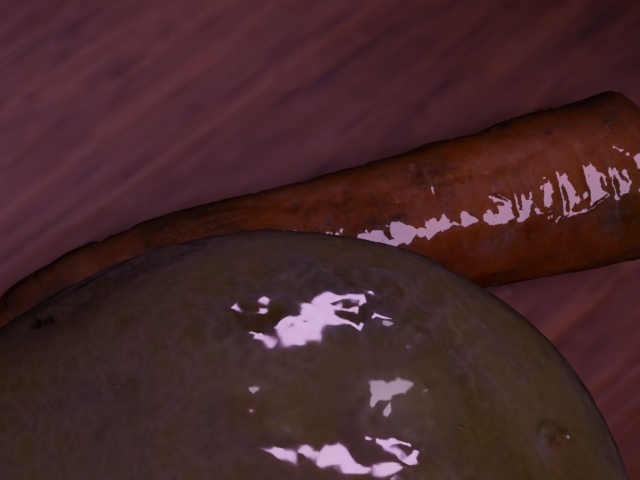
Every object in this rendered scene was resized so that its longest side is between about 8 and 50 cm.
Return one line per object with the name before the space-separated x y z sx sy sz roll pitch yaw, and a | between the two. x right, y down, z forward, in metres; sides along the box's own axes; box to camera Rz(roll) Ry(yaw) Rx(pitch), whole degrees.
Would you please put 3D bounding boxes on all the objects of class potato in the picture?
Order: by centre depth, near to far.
potato | -0.032 0.092 0.503 0.235 0.160 0.178 -5 72 -9

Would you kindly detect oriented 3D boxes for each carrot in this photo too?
carrot | 0.000 0.000 0.579 0.224 0.057 0.057 -12 90 -14
